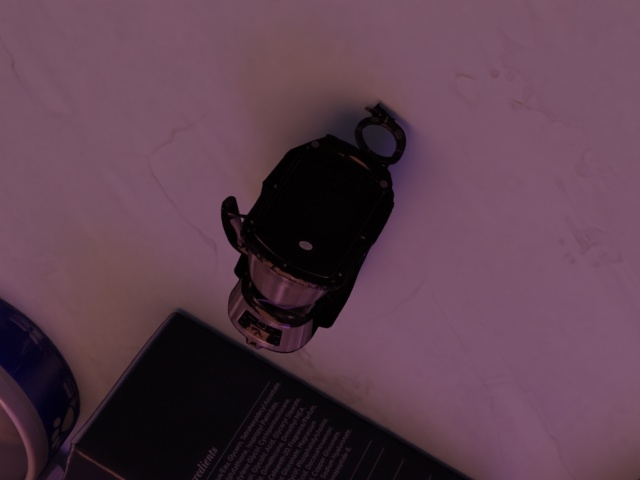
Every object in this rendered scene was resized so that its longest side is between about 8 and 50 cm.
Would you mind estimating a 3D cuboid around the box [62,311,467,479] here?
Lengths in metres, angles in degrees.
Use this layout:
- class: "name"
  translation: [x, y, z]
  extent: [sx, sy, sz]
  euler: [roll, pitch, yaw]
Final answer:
- class: "box"
  translation: [-0.069, 0.318, 1.332]
  extent: [0.395, 0.212, 0.293]
  euler: [30, 135, 4]

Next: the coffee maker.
- class: "coffee maker"
  translation: [0.000, 0.000, 1.091]
  extent: [0.120, 0.171, 0.178]
  euler: [53, 158, 12]

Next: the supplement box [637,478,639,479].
- class: "supplement box"
  translation: [0.285, 0.350, 1.169]
  extent: [0.129, 0.194, 0.191]
  euler: [38, 135, -3]

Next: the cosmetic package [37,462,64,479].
- class: "cosmetic package"
  translation: [-0.344, 0.392, 1.599]
  extent: [0.117, 0.085, 0.231]
  euler: [-4, 123, 29]

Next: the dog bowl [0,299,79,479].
- class: "dog bowl"
  translation: [-0.422, 0.179, 1.494]
  extent: [0.265, 0.104, 0.265]
  euler: [15, 131, 18]
